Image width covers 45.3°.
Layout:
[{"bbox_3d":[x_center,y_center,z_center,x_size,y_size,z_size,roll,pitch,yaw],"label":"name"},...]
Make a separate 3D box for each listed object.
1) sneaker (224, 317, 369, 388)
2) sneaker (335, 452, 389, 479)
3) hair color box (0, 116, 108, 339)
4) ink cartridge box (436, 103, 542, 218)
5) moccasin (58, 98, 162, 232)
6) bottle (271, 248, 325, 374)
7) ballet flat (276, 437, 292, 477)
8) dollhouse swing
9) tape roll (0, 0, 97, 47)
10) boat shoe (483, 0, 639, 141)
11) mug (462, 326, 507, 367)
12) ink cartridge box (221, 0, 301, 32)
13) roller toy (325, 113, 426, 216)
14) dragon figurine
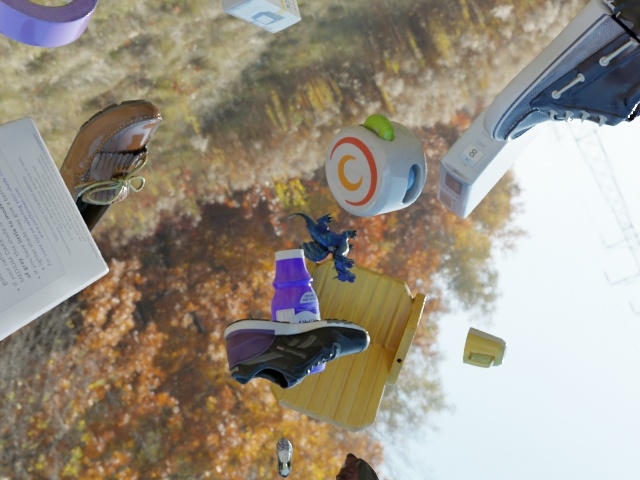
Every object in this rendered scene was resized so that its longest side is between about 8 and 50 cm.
[{"bbox_3d":[-0.040,0.225,1.456,0.283,0.124,0.107,1,147,-17],"label":"sneaker"},{"bbox_3d":[0.017,0.531,1.632,0.281,0.163,0.106,8,157,1],"label":"sneaker"},{"bbox_3d":[-0.371,0.028,0.687,0.110,0.185,0.339,-17,-167,32],"label":"hair color box"},{"bbox_3d":[0.399,-0.243,1.627,0.385,0.091,0.308,-50,167,-4],"label":"ink cartridge box"},{"bbox_3d":[-0.403,-0.115,1.411,0.380,0.147,0.139,-40,165,30],"label":"moccasin"},{"bbox_3d":[-0.055,0.163,1.737,0.092,0.283,0.118,-10,173,34],"label":"bottle"},{"bbox_3d":[-0.087,0.534,1.868,0.041,0.114,0.041,0,-151,0],"label":"ballet flat"},{"bbox_3d":[0.061,0.274,2.064,0.305,0.346,0.315,-60,168,-60],"label":"dollhouse swing"},{"bbox_3d":[-0.652,-0.576,1.742,0.274,0.275,0.090,-29,172,-43],"label":"tape roll"},{"bbox_3d":[0.386,-0.213,1.159,0.127,0.158,0.340,-24,165,-30],"label":"boat shoe"},{"bbox_3d":[0.269,0.185,1.257,0.064,0.062,0.078,11,-123,19],"label":"mug"},{"bbox_3d":[-0.147,-0.588,1.774,0.093,0.154,0.212,-16,172,25],"label":"ink cartridge box"},{"bbox_3d":[0.117,-0.151,1.606,0.146,0.191,0.209,-15,174,-38],"label":"roller toy"},{"bbox_3d":[0.000,0.000,2.029,0.144,0.289,0.085,-32,149,-48],"label":"dragon figurine"}]
